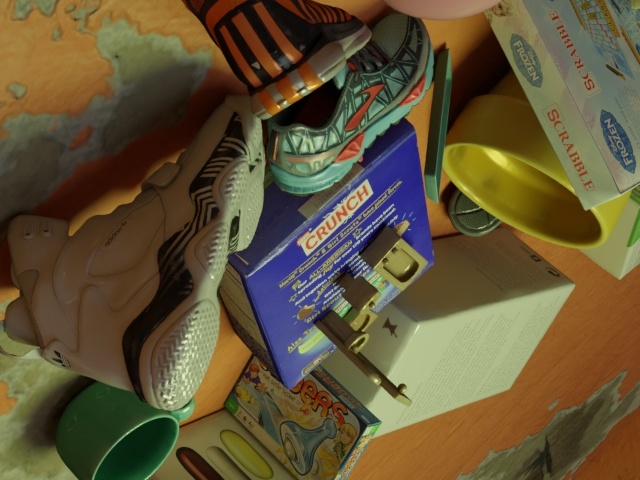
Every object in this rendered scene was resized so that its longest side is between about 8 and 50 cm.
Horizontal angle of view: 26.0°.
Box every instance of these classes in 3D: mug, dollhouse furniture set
[{"bbox_3d":[-0.239,0.223,1.642,0.158,0.097,0.129,-6,130,-55],"label":"mug"},{"bbox_3d":[0.093,0.094,1.673,0.151,0.123,0.144,-48,154,2],"label":"dollhouse furniture set"}]

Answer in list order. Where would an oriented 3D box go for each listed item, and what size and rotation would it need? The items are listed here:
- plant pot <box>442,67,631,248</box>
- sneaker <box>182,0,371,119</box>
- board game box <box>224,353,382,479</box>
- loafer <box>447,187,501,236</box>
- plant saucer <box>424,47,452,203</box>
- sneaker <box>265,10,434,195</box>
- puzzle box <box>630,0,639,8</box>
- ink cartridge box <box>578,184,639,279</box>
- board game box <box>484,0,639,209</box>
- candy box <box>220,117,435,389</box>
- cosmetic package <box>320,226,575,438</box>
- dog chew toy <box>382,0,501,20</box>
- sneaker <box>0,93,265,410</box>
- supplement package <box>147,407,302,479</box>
[{"bbox_3d":[0.324,-0.153,1.862,0.239,0.254,0.254,-58,156,-14],"label":"plant pot"},{"bbox_3d":[-0.049,-0.231,1.309,0.125,0.180,0.321,-32,-171,8],"label":"sneaker"},{"bbox_3d":[-0.026,0.232,1.859,0.035,0.201,0.136,-4,129,-55],"label":"board game box"},{"bbox_3d":[0.299,-0.125,2.024,0.302,0.109,0.095,-43,179,-1],"label":"loafer"},{"bbox_3d":[0.145,-0.143,1.712,0.067,0.018,0.192,76,21,-59],"label":"plant saucer"},{"bbox_3d":[0.035,-0.171,1.515,0.262,0.104,0.125,-53,148,-23],"label":"sneaker"},{"bbox_3d":[0.522,-0.466,1.795,0.409,0.052,0.272,-22,111,-42],"label":"puzzle box"},{"bbox_3d":[0.599,-0.092,2.475,0.278,0.117,0.201,-35,150,-27],"label":"ink cartridge box"},{"bbox_3d":[0.371,-0.236,1.738,0.318,0.318,0.066,-25,178,-39],"label":"board game box"},{"bbox_3d":[0.000,0.000,1.685,0.268,0.122,0.317,-40,153,-15],"label":"candy box"},{"bbox_3d":[0.165,0.132,2.063,0.453,0.161,0.230,-9,133,-53],"label":"cosmetic package"},{"bbox_3d":[0.074,-0.334,1.288,0.332,0.206,0.206,18,110,-53],"label":"dog chew toy"},{"bbox_3d":[-0.185,-0.013,1.384,0.137,0.210,0.365,87,15,-55],"label":"sneaker"},{"bbox_3d":[-0.142,0.363,1.856,0.194,0.203,0.149,-18,140,-47],"label":"supplement package"}]
